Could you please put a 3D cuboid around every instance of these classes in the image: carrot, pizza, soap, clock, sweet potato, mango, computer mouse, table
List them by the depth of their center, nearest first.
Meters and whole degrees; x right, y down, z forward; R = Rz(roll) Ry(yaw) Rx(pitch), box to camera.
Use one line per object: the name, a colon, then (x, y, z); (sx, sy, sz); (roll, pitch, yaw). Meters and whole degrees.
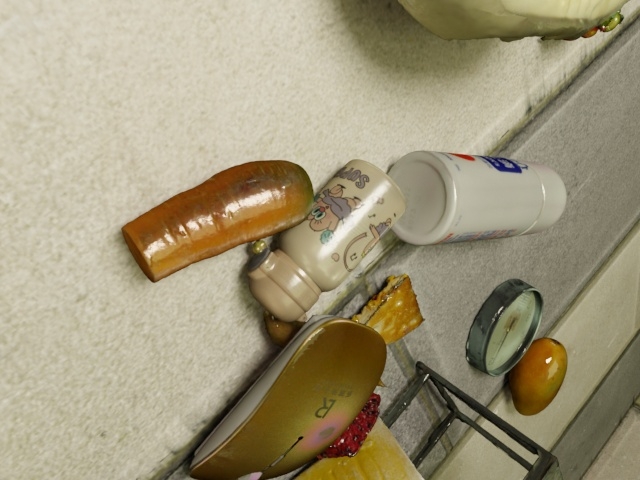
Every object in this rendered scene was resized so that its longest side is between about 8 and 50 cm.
carrot: (-0.100, -0.029, 0.457); (0.193, 0.087, 0.087); (-21, 121, -23)
computer mouse: (-0.040, 0.224, 0.570); (0.158, 0.072, 0.310); (28, 109, -38)
sweet potato: (0.014, 0.159, 0.640); (0.274, 0.067, 0.067); (36, 85, -38)
soap: (0.043, 0.407, 0.697); (0.232, 0.140, 0.073); (-33, 129, -9)
pizza: (0.108, 0.110, 0.709); (0.178, 0.041, 0.131); (-14, 120, -33)
table: (0.205, 0.458, 0.786); (0.335, 0.272, 0.222); (-46, 131, -12)
clock: (0.414, 0.196, 0.986); (0.226, 0.049, 0.226); (-16, 117, -33)
mango: (0.533, 0.349, 1.110); (0.138, 0.113, 0.253); (-25, 130, -33)

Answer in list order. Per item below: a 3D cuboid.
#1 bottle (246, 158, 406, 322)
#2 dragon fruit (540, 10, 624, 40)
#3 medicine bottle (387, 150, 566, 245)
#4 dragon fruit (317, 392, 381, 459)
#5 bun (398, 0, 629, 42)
bottle: (0.000, 0.000, 0.538); (0.209, 0.097, 0.110); (-47, 113, -12)
dragon fruit: (0.412, -0.375, 0.699); (0.138, 0.175, 0.142); (7, 136, -30)
medicine bottle: (0.259, -0.065, 0.690); (0.341, 0.130, 0.130); (-3, 111, -37)
dragon fruit: (0.044, 0.305, 0.733); (0.131, 0.097, 0.063); (-42, 136, -41)
bun: (0.184, -0.373, 0.447); (0.364, 0.202, 0.364); (-11, 112, -28)
